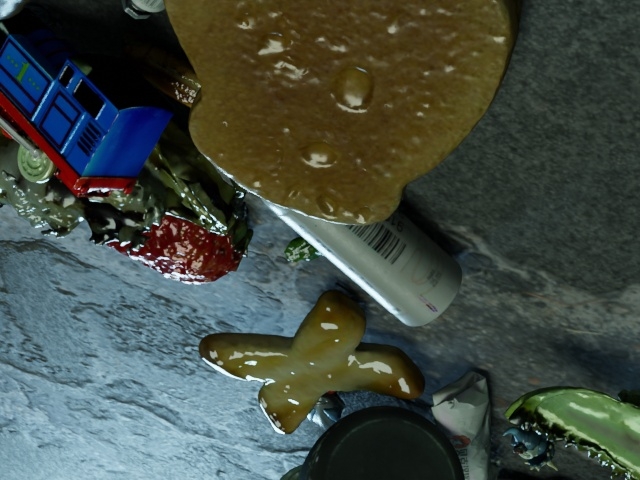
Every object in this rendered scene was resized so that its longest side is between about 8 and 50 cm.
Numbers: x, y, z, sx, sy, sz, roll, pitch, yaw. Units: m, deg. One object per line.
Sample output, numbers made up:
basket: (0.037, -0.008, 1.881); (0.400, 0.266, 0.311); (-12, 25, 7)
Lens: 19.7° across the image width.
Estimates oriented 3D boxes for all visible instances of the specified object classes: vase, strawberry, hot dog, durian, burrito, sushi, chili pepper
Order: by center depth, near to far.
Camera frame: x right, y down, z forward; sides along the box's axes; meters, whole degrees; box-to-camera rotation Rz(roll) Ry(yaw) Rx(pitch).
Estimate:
hot dog: (-0.129, -0.151, 1.669); (0.122, 0.037, 0.049); (33, 158, -6)
sushi: (-0.213, -0.073, 1.745); (0.291, 0.131, 0.139); (12, 148, 30)
chili pepper: (0.001, 0.000, 1.815); (0.091, 0.034, 0.030); (-27, 90, 51)
durian: (0.364, 0.218, 1.824); (0.375, 0.132, 0.106); (19, -170, 2)
strawberry: (-0.158, -0.009, 1.860); (0.187, 0.082, 0.147); (4, 137, 34)
burrito: (0.159, 0.209, 1.988); (0.064, 0.064, 0.203); (9, 144, 20)
vase: (0.034, 0.287, 2.052); (0.173, 0.173, 0.321); (27, 163, -7)

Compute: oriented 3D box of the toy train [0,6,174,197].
toy train: (-0.237, -0.129, 1.654); (0.204, 0.082, 0.131); (44, 115, 26)

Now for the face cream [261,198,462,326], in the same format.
face cream: (0.018, -0.024, 1.716); (0.269, 0.082, 0.082); (40, 143, -27)

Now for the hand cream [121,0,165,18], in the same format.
hand cream: (-0.110, -0.245, 1.519); (0.067, 0.042, 0.194); (38, 139, -11)

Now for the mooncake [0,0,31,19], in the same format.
mooncake: (-0.334, -0.268, 1.504); (0.228, 0.124, 0.228); (11, 165, 3)

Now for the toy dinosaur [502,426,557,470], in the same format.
toy dinosaur: (0.226, 0.217, 1.971); (0.030, 0.047, 0.083); (-8, 138, 40)

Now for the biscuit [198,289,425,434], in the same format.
biscuit: (-0.011, 0.130, 1.964); (0.208, 0.047, 0.164); (-21, 126, 37)

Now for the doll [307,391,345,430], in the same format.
doll: (0.004, 0.181, 2.059); (0.057, 0.039, 0.114); (-16, 129, -3)

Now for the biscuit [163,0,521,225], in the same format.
biscuit: (0.001, -0.158, 1.517); (0.287, 0.057, 0.344); (25, 136, -9)

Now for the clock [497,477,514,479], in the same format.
clock: (0.226, 0.362, 2.144); (0.227, 0.090, 0.248); (6, 142, 23)
